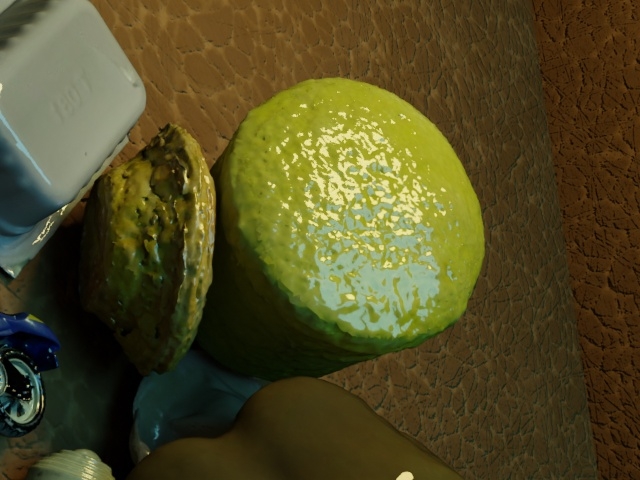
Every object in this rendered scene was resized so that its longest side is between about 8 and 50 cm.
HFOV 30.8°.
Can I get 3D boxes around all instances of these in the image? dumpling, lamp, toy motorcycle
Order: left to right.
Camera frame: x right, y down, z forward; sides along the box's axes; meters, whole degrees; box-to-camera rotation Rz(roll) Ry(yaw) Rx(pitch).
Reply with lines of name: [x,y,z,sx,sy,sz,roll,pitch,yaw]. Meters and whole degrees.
toy motorcycle: [-0.368,0.083,1.145,0.315,0.113,0.169,43,37,-51]
lamp: [-0.279,0.309,1.217,0.106,0.106,0.193,45,54,-40]
dumpling: [-0.133,0.257,1.427,0.293,0.163,0.204,10,27,-49]

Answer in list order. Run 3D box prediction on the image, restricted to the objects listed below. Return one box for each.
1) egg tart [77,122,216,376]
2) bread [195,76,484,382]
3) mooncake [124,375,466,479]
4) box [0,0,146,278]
egg tart: [-0.207,0.011,1.336,0.123,0.294,0.294,3,74,-20]
bread: [0.000,0.000,1.429,0.348,0.308,0.348,11,65,-25]
mooncake: [-0.025,0.390,1.265,0.467,0.262,0.467,-20,126,-31]
box: [-0.313,-0.156,1.313,0.264,0.106,0.336,58,36,-27]
